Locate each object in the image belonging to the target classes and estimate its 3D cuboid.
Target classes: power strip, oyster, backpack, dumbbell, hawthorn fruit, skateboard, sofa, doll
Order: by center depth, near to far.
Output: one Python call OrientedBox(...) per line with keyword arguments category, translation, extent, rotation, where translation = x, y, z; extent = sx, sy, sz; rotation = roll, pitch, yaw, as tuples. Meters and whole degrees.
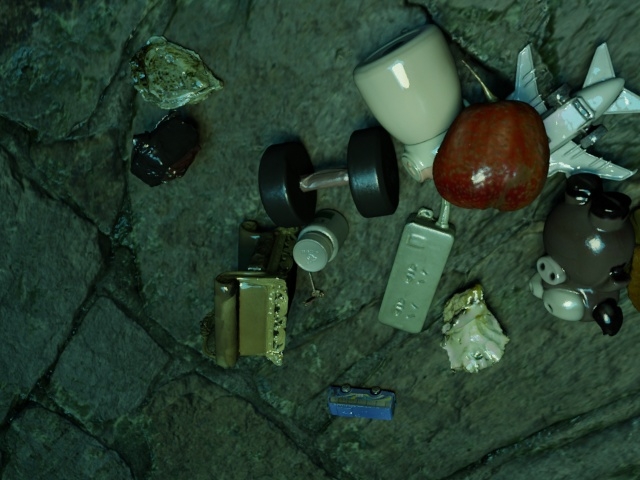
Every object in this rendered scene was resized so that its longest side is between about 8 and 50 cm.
OrientedBox(category="hawthorn fruit", translation=(0.244, -0.142, 0.742), extent=(0.163, 0.162, 0.203), rotation=(8, 97, 16))
OrientedBox(category="doll", translation=(0.411, 0.029, 0.828), extent=(0.117, 0.182, 0.257), rotation=(-11, 129, -11))
OrientedBox(category="dumbbell", translation=(0.018, -0.106, 0.922), extent=(0.218, 0.152, 0.152), rotation=(-6, 113, 21))
OrientedBox(category="oyster", translation=(-0.276, -0.304, 0.985), extent=(0.177, 0.064, 0.125), rotation=(42, 107, 7))
OrientedBox(category="power strip", translation=(0.185, 0.045, 0.997), extent=(0.093, 0.053, 0.288), rotation=(18, 120, 11))
OrientedBox(category="backpack", translation=(-0.299, -0.163, 1.014), extent=(0.106, 0.120, 0.165), rotation=(44, 154, -7))
OrientedBox(category="sofa", translation=(-0.143, 0.090, 1.017), extent=(0.182, 0.258, 0.200), rotation=(7, 118, 1))
OrientedBox(category="oyster", translation=(0.287, 0.177, 1.023), extent=(0.133, 0.072, 0.209), rotation=(-24, 125, 21))
OrientedBox(category="skateboard", translation=(-0.027, 0.088, 1.091), extent=(0.032, 0.064, 0.083), rotation=(-8, 101, 31))

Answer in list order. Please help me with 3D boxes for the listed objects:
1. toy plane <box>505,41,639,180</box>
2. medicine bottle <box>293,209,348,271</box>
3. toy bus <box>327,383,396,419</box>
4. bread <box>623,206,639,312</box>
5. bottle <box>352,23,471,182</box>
OrientedBox(category="toy plane", translation=(0.350, -0.167, 0.809), extent=(0.255, 0.101, 0.251), rotation=(-39, 86, 30))
OrientedBox(category="medicine bottle", translation=(0.000, 0.000, 0.992), extent=(0.080, 0.130, 0.080), rotation=(8, 116, 16))
OrientedBox(category="toy bus", translation=(0.090, 0.361, 1.179), extent=(0.153, 0.061, 0.051), rotation=(-1, 120, 18))
OrientedBox(category="bread", translation=(0.599, 0.029, 0.798), extent=(0.253, 0.142, 0.227), rotation=(6, 124, 14))
OrientedBox(category="bottle", translation=(0.165, -0.199, 0.838), extent=(0.148, 0.147, 0.236), rotation=(-21, 114, 26))
